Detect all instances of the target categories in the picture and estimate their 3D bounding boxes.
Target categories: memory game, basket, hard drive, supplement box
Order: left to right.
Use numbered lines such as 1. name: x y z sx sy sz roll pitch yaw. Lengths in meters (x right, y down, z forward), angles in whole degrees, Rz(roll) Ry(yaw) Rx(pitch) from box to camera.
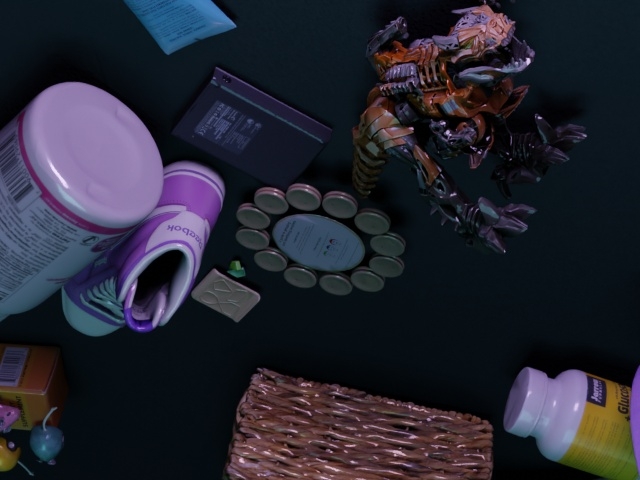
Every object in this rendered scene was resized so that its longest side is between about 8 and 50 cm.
1. supplement box: -0.414 0.165 2.207 0.233 0.080 0.078 4 136 9
2. hard drive: -0.069 -0.107 1.905 0.135 0.022 0.094 28 133 -16
3. memory game: 0.000 0.000 1.984 0.186 0.012 0.186 11 146 7
4. basket: 0.030 0.315 2.171 0.299 0.213 0.223 13 135 -1

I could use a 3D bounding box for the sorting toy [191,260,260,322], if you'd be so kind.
1. sorting toy: -0.096 0.052 2.076 0.062 0.012 0.083 32 135 -13

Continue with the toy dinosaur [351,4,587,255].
1. toy dinosaur: 0.120 -0.113 1.804 0.218 0.164 0.322 40 169 -8

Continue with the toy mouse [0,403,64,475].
1. toy mouse: -0.345 0.223 2.175 0.143 0.031 0.161 -25 131 37

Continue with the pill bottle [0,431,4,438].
1. pill bottle: -0.443 0.271 2.240 0.112 0.187 0.112 6 136 5

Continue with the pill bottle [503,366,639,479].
1. pill bottle: 0.298 0.200 2.081 0.184 0.103 0.103 19 135 -8

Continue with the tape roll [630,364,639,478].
1. tape roll: 0.422 0.236 1.970 0.090 0.275 0.275 -20 127 29

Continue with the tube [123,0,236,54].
1. tube: -0.168 -0.250 1.769 0.080 0.052 0.207 -15 135 31

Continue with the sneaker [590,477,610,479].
1. sneaker: 0.337 0.353 2.223 0.295 0.104 0.147 -5 138 7

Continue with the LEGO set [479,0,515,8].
1. LEGO set: 0.164 -0.236 1.730 0.054 0.023 0.083 7 135 5

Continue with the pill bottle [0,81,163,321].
1. pill bottle: -0.301 -0.024 1.937 0.160 0.160 0.283 36 131 -23

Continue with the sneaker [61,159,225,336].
1. sneaker: -0.205 0.049 1.993 0.102 0.161 0.282 26 135 -16
